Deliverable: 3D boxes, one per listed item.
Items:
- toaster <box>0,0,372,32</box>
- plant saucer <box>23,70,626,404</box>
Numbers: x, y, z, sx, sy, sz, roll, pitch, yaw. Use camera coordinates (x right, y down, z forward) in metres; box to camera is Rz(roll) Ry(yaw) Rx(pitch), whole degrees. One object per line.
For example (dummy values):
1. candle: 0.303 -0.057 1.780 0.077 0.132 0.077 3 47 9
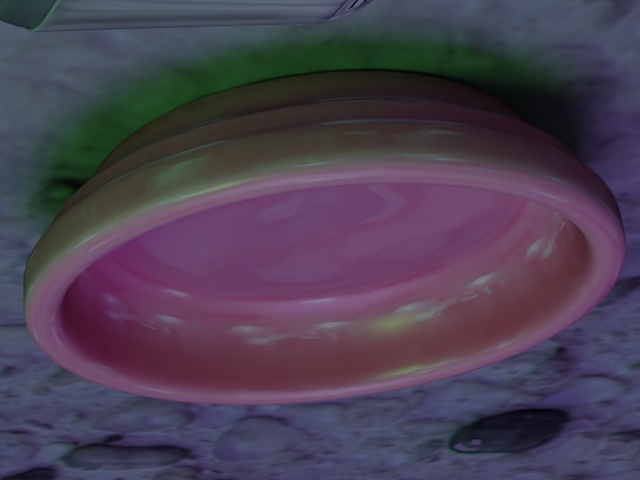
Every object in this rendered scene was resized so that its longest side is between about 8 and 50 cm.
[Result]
1. toaster: -0.028 -0.161 0.658 0.146 0.129 0.227 0 154 -25
2. plant saucer: 0.000 0.000 1.083 0.332 0.084 0.332 -6 156 -3
